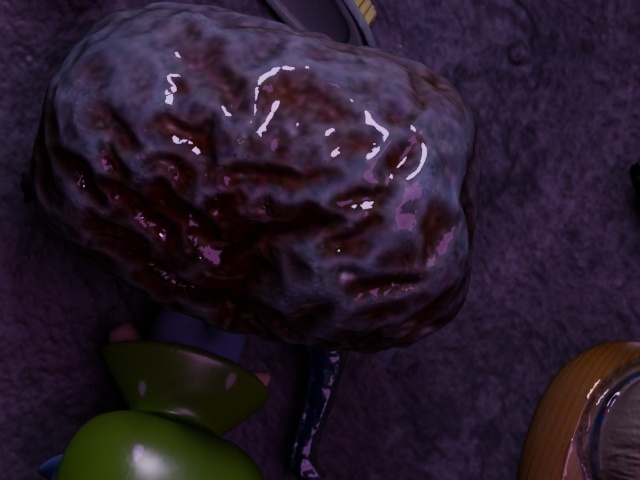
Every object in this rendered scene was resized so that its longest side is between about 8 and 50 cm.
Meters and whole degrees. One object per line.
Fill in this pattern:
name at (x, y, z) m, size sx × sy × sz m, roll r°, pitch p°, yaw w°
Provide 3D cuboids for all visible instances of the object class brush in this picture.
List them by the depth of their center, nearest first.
brush at (0.029, -0.156, 1.465) m, size 0.297 × 0.068 × 0.060 m, roll 52°, pitch 46°, yaw -24°
brush at (0.262, 0.210, 1.536) m, size 0.174 × 0.166 × 0.266 m, roll 32°, pitch 78°, yaw -26°

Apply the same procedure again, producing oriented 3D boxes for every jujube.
jujube at (-0.041, -0.044, 1.297) m, size 0.317 × 0.226 × 0.226 m, roll 15°, pitch 82°, yaw 10°

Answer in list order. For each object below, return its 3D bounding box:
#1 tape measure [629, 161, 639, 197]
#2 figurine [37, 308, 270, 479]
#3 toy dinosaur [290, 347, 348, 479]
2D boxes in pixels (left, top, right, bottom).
tape measure at (0.374, -0.020, 1.624) m, size 0.199 × 0.112 × 0.186 m, roll -28°, pitch 97°, yaw -20°
figurine at (-0.110, 0.156, 1.350) m, size 0.162 × 0.143 × 0.263 m, roll 23°, pitch 68°, yaw -24°
toy dinosaur at (0.011, 0.001, 1.443) m, size 0.147 × 0.076 × 0.363 m, roll -16°, pitch 101°, yaw -24°
